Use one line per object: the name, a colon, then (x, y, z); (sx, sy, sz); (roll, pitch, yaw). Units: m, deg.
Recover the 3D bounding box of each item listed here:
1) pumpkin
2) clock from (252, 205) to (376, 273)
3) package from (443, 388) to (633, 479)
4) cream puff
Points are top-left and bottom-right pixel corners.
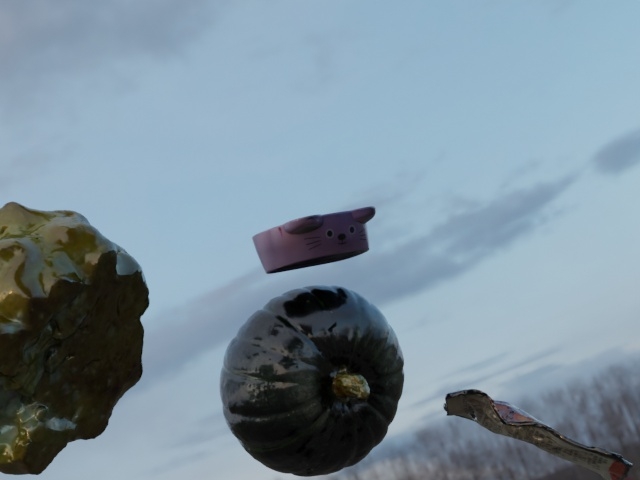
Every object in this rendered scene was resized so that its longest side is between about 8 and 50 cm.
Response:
pumpkin: (-0.002, 0.180, 1.565); (0.250, 0.250, 0.216); (-10, 3, -33)
clock: (0.000, 0.000, 1.531); (0.152, 0.050, 0.110); (-10, -8, -37)
package: (0.249, 0.224, 1.434); (0.232, 0.040, 0.166); (20, -14, 15)
cream puff: (-0.299, 0.088, 1.183); (0.282, 0.185, 0.282); (-41, -34, -36)
